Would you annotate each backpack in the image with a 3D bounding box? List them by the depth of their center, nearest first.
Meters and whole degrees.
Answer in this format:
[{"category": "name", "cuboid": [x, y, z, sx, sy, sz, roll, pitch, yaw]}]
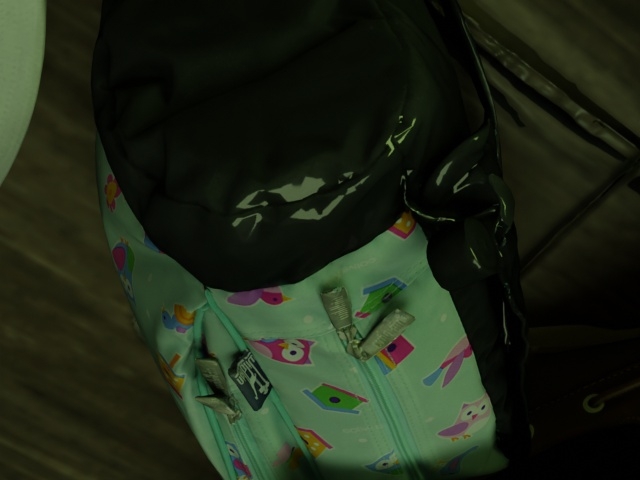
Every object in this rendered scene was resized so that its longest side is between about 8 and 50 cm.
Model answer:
[{"category": "backpack", "cuboid": [0.000, 0.000, 0.457, 0.115, 0.152, 0.182, -12, 138, 7]}]

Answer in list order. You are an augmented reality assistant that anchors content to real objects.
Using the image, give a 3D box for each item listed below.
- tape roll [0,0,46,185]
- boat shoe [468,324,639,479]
[{"category": "tape roll", "cuboid": [-0.181, -0.075, 0.407, 0.219, 0.072, 0.219, -5, 125, -6]}, {"category": "boat shoe", "cuboid": [0.126, 0.060, 0.509, 0.207, 0.073, 0.073, -17, 121, 27]}]
